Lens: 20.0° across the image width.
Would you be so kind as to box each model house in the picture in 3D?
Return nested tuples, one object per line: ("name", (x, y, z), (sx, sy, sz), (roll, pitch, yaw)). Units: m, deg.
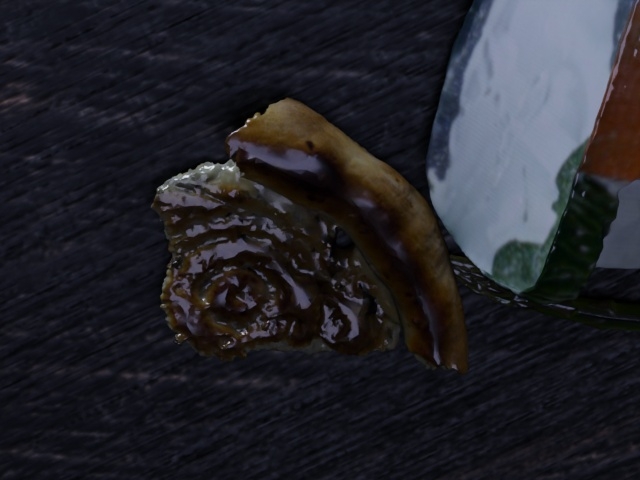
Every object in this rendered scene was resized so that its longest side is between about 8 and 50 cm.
("model house", (0.264, -0.089, 1.320), (0.300, 0.190, 0.271), (8, 110, -23))

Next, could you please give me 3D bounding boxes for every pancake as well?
("pancake", (0.000, 0.000, 1.361), (0.257, 0.056, 0.212), (3, 112, -12))

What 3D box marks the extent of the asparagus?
("asparagus", (0.204, 0.049, 1.438), (0.236, 0.027, 0.034), (12, 105, -15))
